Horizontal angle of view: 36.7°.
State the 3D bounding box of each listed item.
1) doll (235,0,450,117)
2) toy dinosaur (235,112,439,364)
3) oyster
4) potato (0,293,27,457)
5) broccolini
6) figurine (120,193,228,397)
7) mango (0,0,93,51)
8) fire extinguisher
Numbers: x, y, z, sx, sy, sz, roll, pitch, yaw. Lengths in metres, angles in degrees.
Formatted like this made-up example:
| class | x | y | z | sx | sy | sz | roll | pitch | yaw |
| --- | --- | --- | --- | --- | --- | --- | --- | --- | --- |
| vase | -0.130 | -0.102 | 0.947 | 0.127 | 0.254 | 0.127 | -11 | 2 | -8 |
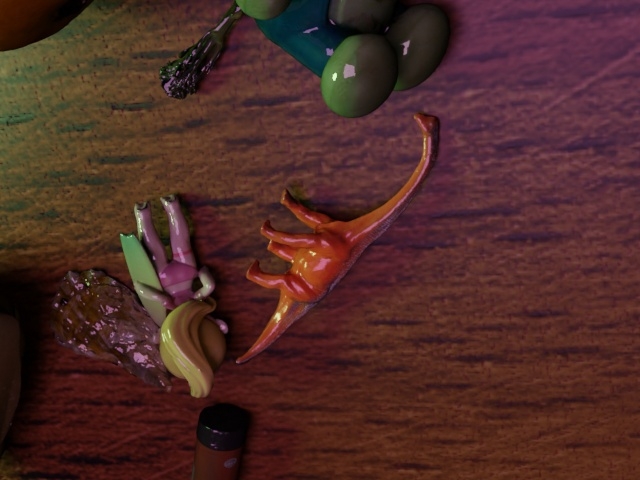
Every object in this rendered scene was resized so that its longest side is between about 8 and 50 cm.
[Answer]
| class | x | y | z | sx | sy | sz | roll | pitch | yaw |
| --- | --- | --- | --- | --- | --- | --- | --- | --- | --- |
| doll | 0.027 | -0.256 | 0.669 | 0.186 | 0.198 | 0.322 | 31 | 125 | 19 |
| toy dinosaur | 0.001 | -0.003 | 0.845 | 0.101 | 0.055 | 0.280 | 29 | 114 | -4 |
| oyster | -0.210 | 0.093 | 0.959 | 0.121 | 0.045 | 0.146 | -22 | 100 | 38 |
| potato | -0.428 | 0.145 | 0.954 | 0.242 | 0.242 | 0.285 | 22 | 133 | 10 |
| broccolini | -0.092 | -0.179 | 0.831 | 0.140 | 0.030 | 0.035 | -49 | 53 | 21 |
| figurine | -0.133 | 0.053 | 0.896 | 0.083 | 0.083 | 0.187 | -8 | 99 | 20 |
| mango | -0.309 | -0.303 | 0.751 | 0.378 | 0.221 | 0.264 | 40 | 132 | 13 |
| fire extinguisher | -0.105 | 0.251 | 0.972 | 0.062 | 0.050 | 0.177 | 0 | 115 | -23 |
